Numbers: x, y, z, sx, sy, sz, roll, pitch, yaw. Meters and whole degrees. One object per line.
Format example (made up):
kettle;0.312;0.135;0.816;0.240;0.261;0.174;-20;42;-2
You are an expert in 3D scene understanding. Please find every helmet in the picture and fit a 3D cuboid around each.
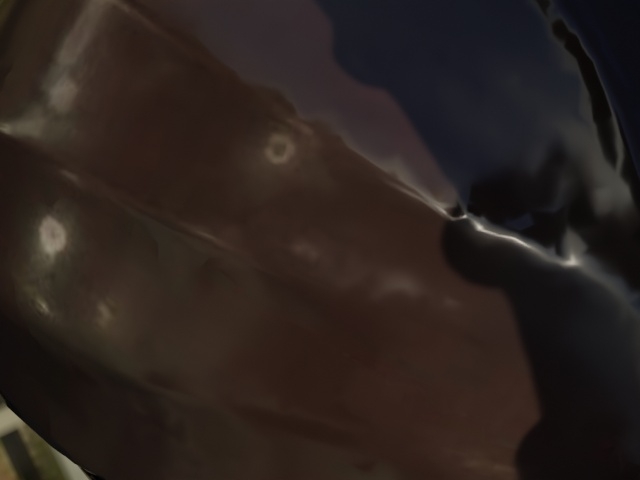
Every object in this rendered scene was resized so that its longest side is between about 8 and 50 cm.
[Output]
helmet;0.000;0.000;0.493;0.177;0.305;0.225;-64;158;-56
